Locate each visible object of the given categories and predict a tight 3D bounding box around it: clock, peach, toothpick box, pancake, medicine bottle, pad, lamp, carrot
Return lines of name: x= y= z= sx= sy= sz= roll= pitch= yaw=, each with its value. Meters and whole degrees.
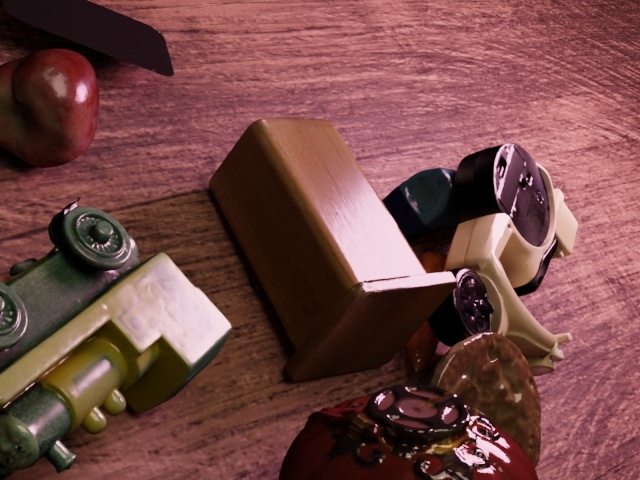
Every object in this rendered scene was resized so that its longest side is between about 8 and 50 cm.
clock: x=0.272 y=0.041 z=1.771 sx=0.276 sy=0.120 sz=0.379 roll=47 pitch=46 yaw=-32
peach: x=-0.339 y=-0.174 z=1.508 sx=0.152 sy=0.152 sz=0.152 roll=23 pitch=44 yaw=-24
toothpick box: x=0.000 y=0.000 z=1.615 sx=0.187 sy=0.190 sz=0.308 roll=-6 pitch=55 yaw=-42
pancake: x=0.210 y=0.239 z=1.602 sx=0.222 sy=0.042 sz=0.236 roll=-46 pitch=117 yaw=-30
medicine bottle: x=0.203 y=-0.054 z=1.892 sx=0.258 sy=0.124 sz=0.079 roll=2 pitch=48 yaw=-54
pad: x=-0.317 y=-0.237 z=1.640 sx=0.250 sy=0.055 sz=0.323 roll=20 pitch=46 yaw=-27
lamp: x=0.098 y=0.296 z=1.363 sx=0.303 sy=0.257 sz=0.303 roll=3 pitch=22 yaw=-1
carrot: x=0.155 y=0.108 z=1.733 sx=0.072 sy=0.072 sz=0.205 roll=30 pitch=47 yaw=-16

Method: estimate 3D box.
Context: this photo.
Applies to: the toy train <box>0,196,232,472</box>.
toy train: x=-0.271 y=0.114 z=1.287 sx=0.237 sy=0.150 sz=0.369 roll=48 pitch=33 yaw=-1

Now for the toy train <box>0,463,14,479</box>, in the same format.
toy train: x=-0.351 y=0.220 z=1.231 sx=0.093 sy=0.038 sz=0.056 roll=-11 pitch=58 yaw=-44
